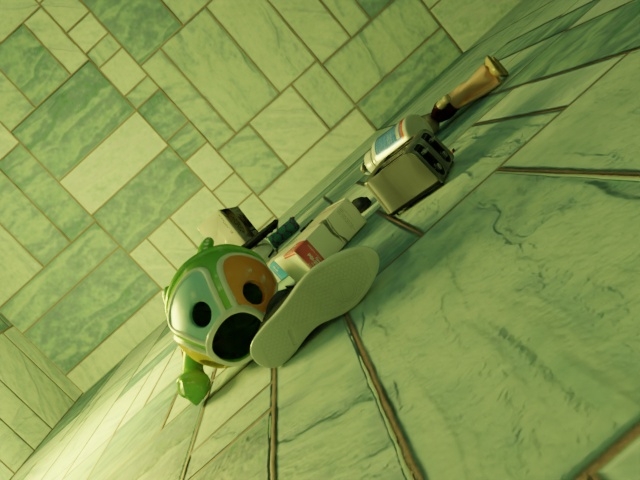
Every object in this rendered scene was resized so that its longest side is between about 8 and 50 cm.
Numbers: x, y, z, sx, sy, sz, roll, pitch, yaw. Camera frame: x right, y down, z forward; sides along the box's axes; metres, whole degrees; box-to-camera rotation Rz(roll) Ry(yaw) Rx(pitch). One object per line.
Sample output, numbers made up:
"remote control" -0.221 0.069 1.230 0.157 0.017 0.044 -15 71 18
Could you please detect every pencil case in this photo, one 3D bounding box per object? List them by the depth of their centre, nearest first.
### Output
"pencil case" -0.164 -0.037 2.505 0.151 0.064 0.070 -39 34 15

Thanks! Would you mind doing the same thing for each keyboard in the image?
"keyboard" -0.286 0.039 2.103 0.317 0.033 0.201 -39 1 -14

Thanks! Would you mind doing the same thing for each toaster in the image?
"toaster" 0.205 -0.156 1.329 0.185 0.110 0.168 -36 10 36

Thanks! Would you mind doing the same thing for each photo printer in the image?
"photo printer" -0.283 0.135 2.047 0.307 0.107 0.256 -40 7 11

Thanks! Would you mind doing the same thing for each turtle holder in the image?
"turtle holder" -0.227 0.170 1.218 0.320 0.243 0.227 -37 32 -3

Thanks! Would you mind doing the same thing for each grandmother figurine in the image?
"grandmother figurine" 0.424 -0.437 1.811 0.342 0.104 0.207 -40 -19 34

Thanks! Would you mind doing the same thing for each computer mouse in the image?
"computer mouse" 0.101 -0.110 1.781 0.071 0.041 0.242 -44 8 -8

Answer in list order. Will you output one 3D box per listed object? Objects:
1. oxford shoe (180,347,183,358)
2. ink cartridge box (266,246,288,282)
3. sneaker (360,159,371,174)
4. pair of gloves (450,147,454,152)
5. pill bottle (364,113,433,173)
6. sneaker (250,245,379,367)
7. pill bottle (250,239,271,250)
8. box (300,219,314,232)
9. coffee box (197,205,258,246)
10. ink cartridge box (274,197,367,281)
"oxford shoe" -0.253 0.225 1.576 0.364 0.130 0.132 -46 -26 23
"ink cartridge box" -0.164 0.110 1.807 0.180 0.060 0.104 -38 10 27
"sneaker" 0.192 -0.277 2.152 0.083 0.071 0.190 -43 -2 37
"pair of gloves" 0.301 -0.199 1.439 0.074 0.010 0.083 -34 12 41
"pill bottle" 0.238 -0.289 1.777 0.221 0.124 0.124 -30 15 50
"sneaker" -0.014 0.097 1.059 0.296 0.104 0.147 -44 13 14
"pill bottle" -0.282 0.069 2.412 0.169 0.094 0.094 -38 9 25
"box" -0.045 -0.053 2.217 0.067 0.018 0.083 -43 9 -6
"coffee box" -0.358 -0.033 2.280 0.118 0.168 0.297 -39 1 8
"ink cartridge box" 0.000 0.000 1.524 0.218 0.092 0.158 -48 10 -23
